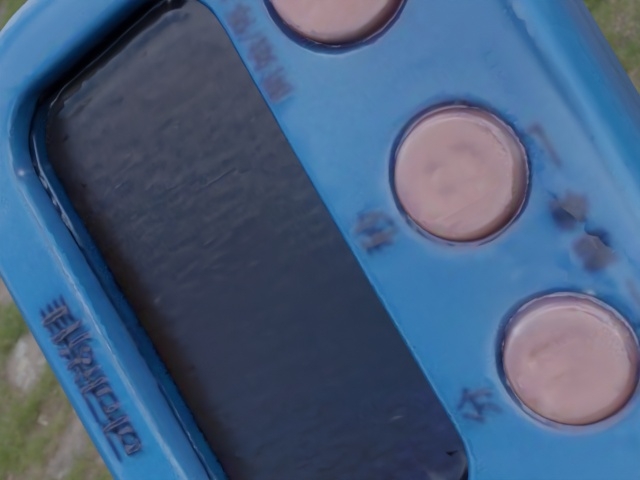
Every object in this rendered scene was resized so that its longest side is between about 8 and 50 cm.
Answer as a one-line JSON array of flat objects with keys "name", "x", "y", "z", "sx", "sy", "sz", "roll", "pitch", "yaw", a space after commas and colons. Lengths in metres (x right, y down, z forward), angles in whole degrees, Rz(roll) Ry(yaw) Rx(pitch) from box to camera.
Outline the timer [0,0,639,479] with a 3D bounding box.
[{"name": "timer", "x": 0.000, "y": 0.000, "z": 0.461, "sx": 0.309, "sy": 0.115, "sz": 0.340, "roll": -31, "pitch": 87, "yaw": 27}]
